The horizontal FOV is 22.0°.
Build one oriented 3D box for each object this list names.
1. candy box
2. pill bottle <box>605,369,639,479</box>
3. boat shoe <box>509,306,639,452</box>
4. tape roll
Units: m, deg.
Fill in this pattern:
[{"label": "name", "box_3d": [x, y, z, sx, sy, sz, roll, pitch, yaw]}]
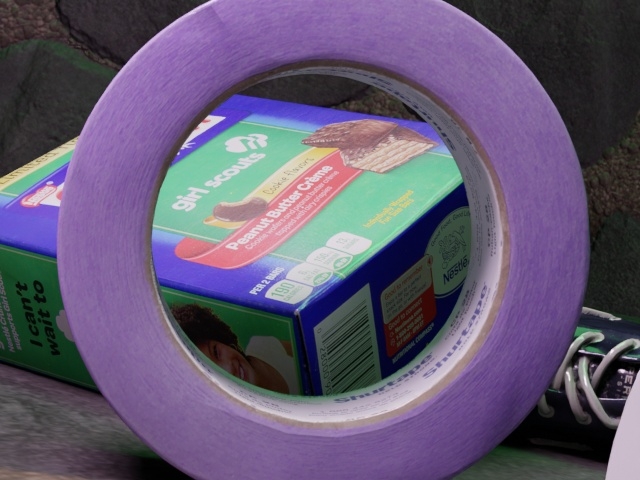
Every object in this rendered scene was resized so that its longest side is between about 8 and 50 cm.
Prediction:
[{"label": "candy box", "box_3d": [-0.059, 0.004, 1.144, 0.317, 0.122, 0.268, 11, 32, 34]}, {"label": "pill bottle", "box_3d": [0.281, 0.105, 0.488, 0.363, 0.210, 0.210, 10, 3, -23]}, {"label": "boat shoe", "box_3d": [0.171, 0.090, 1.229, 0.340, 0.127, 0.158, 10, -5, -27]}, {"label": "tape roll", "box_3d": [0.000, 0.000, 0.876, 0.274, 0.275, 0.090, 11, 3, -7]}]
